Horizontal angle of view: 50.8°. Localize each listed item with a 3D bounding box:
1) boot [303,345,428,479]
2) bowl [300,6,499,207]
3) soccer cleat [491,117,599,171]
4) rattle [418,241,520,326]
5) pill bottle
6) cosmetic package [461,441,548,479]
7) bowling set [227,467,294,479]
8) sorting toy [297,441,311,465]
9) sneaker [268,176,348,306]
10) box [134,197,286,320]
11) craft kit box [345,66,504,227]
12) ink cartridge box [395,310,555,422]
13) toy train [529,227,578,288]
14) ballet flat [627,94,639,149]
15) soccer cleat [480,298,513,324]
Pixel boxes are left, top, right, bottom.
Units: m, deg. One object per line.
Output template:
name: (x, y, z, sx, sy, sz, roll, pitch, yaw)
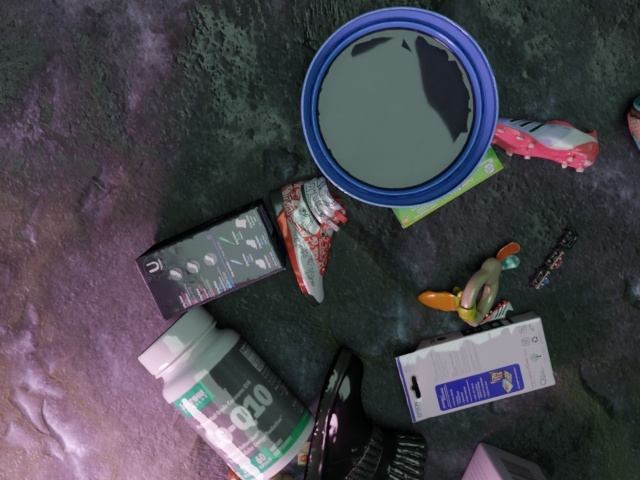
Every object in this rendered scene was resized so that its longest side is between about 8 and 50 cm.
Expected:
boot: (0.117, 0.415, 1.489, 0.260, 0.131, 0.348, 11, 105, 0)
bowl: (0.155, -0.261, 1.353, 0.390, 0.077, 0.391, 0, 99, -1)
soccer cleat: (0.467, -0.222, 1.427, 0.247, 0.083, 0.095, 17, 69, 1)
rattle: (0.334, 0.079, 1.490, 0.130, 0.142, 0.200, 32, 80, -36)
pill bottle: (-0.199, 0.318, 1.425, 0.204, 0.204, 0.361, -42, 94, 6)
cosmetic package: (0.357, 0.717, 1.496, 0.161, 0.230, 0.454, 23, 99, -6)
bowling set: (-0.111, 0.556, 1.491, 0.154, 0.287, 0.200, -32, 65, -2)
sorting toy: (-0.037, 0.494, 1.559, 0.083, 0.012, 0.062, 3, 100, -2)
sneaker: (0.000, -0.001, 1.438, 0.144, 0.090, 0.270, -19, 97, 4)
box: (-0.220, 0.034, 1.401, 0.270, 0.165, 0.143, -23, 99, 2)
craft kit box: (0.219, -0.194, 1.430, 0.249, 0.061, 0.247, -31, 96, 4)
ink cartridge box: (0.341, 0.281, 1.507, 0.332, 0.065, 0.166, -15, 100, 0)
toy train: (0.516, 0.043, 1.490, 0.036, 0.027, 0.158, 32, 97, -17)
ballet flat: (0.877, -0.308, 1.391, 0.482, 0.164, 0.182, -28, 121, 9)
soccer cleat: (0.392, 0.166, 1.506, 0.083, 0.029, 0.036, -39, 94, 0)
